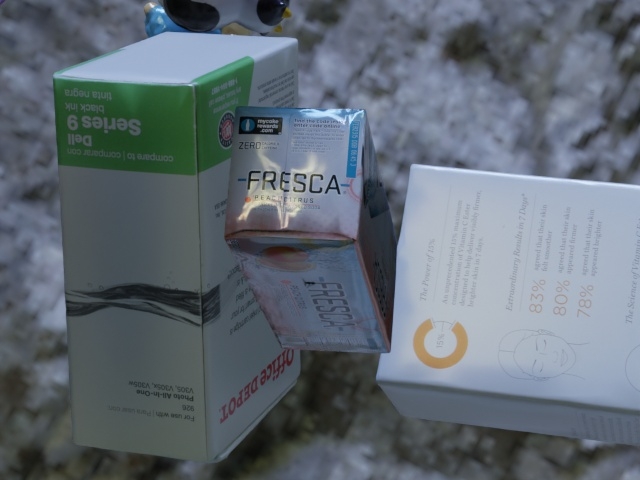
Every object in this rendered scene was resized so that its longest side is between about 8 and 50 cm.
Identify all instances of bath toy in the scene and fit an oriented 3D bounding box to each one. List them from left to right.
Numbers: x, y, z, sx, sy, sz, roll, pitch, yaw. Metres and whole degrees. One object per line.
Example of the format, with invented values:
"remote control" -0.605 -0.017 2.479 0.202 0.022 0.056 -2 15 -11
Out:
"bath toy" -0.071 -0.292 1.851 0.151 0.129 0.348 -26 -16 -28

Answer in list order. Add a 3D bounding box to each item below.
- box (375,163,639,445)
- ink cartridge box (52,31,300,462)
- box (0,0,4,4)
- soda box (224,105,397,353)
"box" 0.246 0.068 1.685 0.168 0.345 0.215 58 -140 -70
"ink cartridge box" -0.103 -0.001 1.377 0.211 0.122 0.289 -37 -50 -66
"box" -0.133 -0.178 0.735 0.057 0.201 0.293 60 -136 -27
"soda box" 0.000 0.000 0.825 0.183 0.058 0.063 71 -158 -71
